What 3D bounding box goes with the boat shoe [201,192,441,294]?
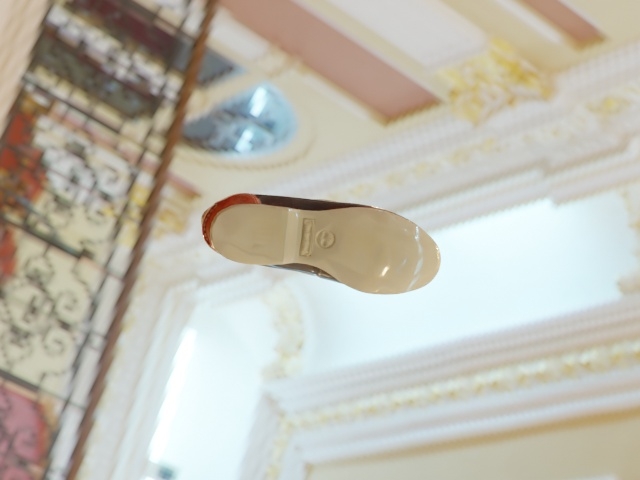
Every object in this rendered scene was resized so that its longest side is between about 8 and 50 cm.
[{"bbox_3d":[0.000,0.000,0.981,0.043,0.137,0.049,-151,-111,-74],"label":"boat shoe"}]
